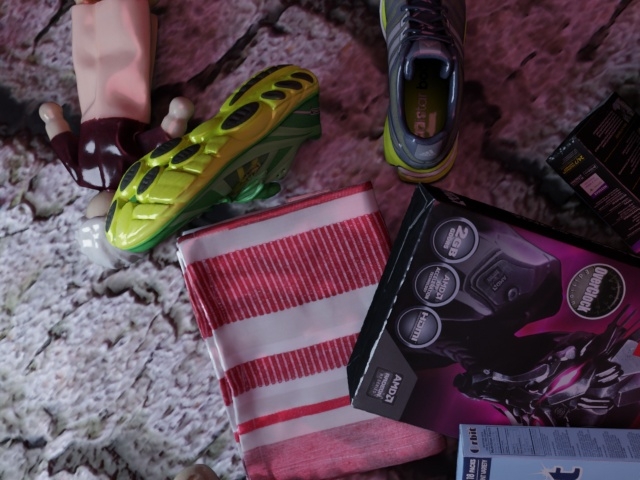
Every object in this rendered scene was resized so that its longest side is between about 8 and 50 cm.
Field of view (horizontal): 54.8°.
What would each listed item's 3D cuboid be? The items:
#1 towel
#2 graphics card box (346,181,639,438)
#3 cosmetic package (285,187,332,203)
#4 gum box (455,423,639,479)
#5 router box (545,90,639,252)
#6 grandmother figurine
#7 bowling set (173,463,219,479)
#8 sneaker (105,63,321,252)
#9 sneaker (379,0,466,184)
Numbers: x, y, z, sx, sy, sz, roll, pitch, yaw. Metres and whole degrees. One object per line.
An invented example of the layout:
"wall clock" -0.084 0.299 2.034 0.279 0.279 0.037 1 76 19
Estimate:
"towel" -0.009 0.119 0.706 0.237 0.037 0.328 -16 96 1
"graphics card box" 0.236 0.107 0.639 0.371 0.094 0.232 19 106 -5
"cosmetic package" 0.000 0.000 0.742 0.060 0.041 0.115 -13 85 1
"gum box" 0.231 0.253 0.621 0.185 0.041 0.156 0 125 8
"router box" 0.333 -0.082 0.676 0.133 0.046 0.179 48 45 6
"grandmother figurine" -0.241 -0.137 0.741 0.208 0.104 0.342 0 88 30
"bowling set" -0.039 0.369 0.643 0.287 0.154 0.199 8 102 -4
"sneaker" -0.101 -0.075 0.689 0.295 0.123 0.109 -40 44 -17
"sneaker" 0.126 -0.221 0.713 0.111 0.121 0.299 -3 85 2
